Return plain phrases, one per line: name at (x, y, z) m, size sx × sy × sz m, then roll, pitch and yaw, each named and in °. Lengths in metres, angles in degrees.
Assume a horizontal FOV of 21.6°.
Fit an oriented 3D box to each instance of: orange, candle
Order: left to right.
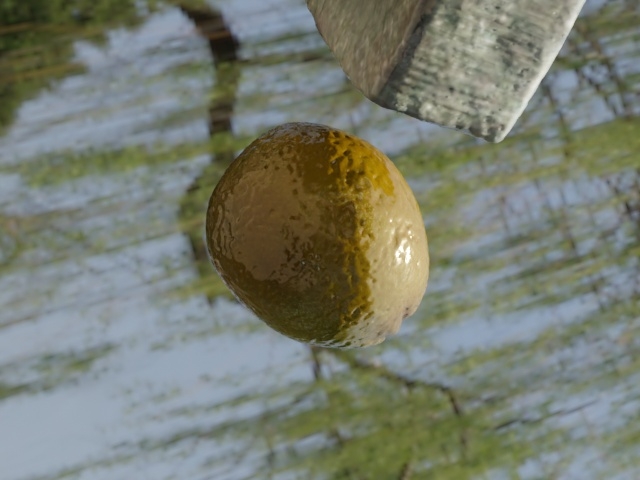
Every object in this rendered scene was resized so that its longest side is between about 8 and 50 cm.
orange at (0.000, 0.000, 0.667) m, size 0.095 × 0.085 × 0.085 m, roll 56°, pitch -32°, yaw -7°
candle at (0.052, -0.124, 0.652) m, size 0.192 × 0.068 × 0.168 m, roll -21°, pitch -122°, yaw 61°
